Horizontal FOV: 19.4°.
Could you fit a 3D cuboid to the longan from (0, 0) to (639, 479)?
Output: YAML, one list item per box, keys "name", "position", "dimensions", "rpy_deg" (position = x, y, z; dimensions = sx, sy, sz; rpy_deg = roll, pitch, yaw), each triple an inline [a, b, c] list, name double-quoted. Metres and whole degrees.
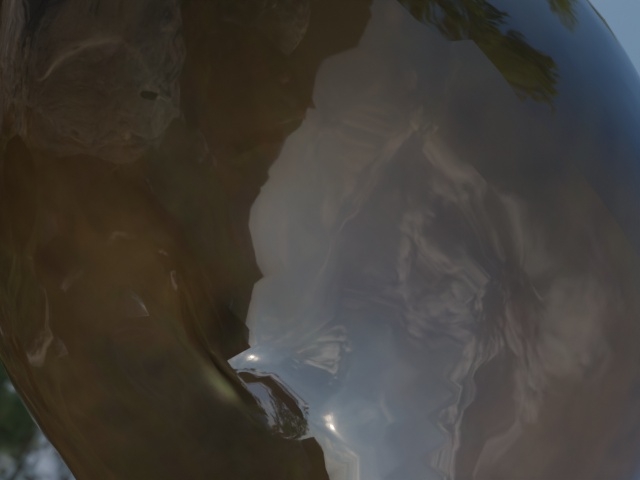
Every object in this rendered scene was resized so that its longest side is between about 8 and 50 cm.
- name: "longan"
  position: [0.000, 0.000, 0.727]
  dimensions: [0.288, 0.350, 0.288]
  rpy_deg: [-22, -148, 15]
